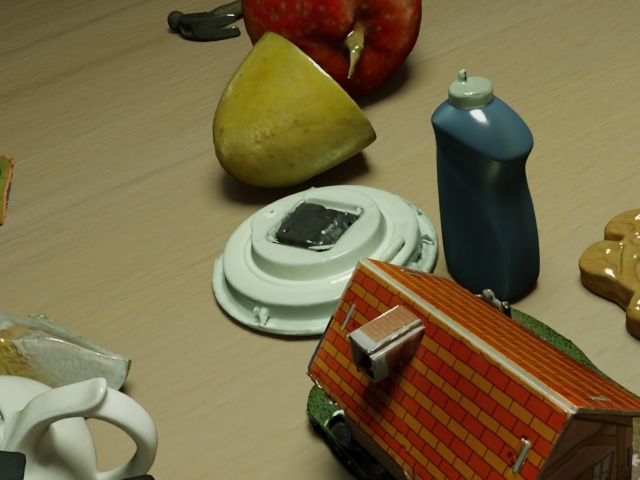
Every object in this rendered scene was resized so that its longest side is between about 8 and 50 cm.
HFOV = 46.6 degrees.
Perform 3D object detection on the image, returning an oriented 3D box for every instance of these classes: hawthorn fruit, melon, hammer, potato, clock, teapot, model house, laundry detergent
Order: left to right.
[{"bbox_3d":[-0.256,0.174,0.530,0.298,0.139,0.204,-15,33,0],"label":"teapot"},{"bbox_3d":[-0.270,0.102,0.677,0.203,0.093,0.139,-10,28,-2],"label":"melon"},{"bbox_3d":[-0.054,-0.134,0.881,0.158,0.178,0.203,-42,50,1],"label":"potato"},{"bbox_3d":[-0.082,-0.498,1.466,0.440,0.044,0.168,-34,39,-25],"label":"hammer"},{"bbox_3d":[0.000,0.000,0.753,0.237,0.053,0.236,-9,37,7],"label":"clock"},{"bbox_3d":[0.022,-0.321,1.022,0.258,0.258,0.262,-31,18,-22],"label":"hawthorn fruit"},{"bbox_3d":[0.139,-0.049,0.637,0.061,0.206,0.097,-28,37,-19],"label":"laundry detergent"},{"bbox_3d":[0.121,0.095,0.496,0.207,0.154,0.294,-30,38,-19],"label":"model house"}]

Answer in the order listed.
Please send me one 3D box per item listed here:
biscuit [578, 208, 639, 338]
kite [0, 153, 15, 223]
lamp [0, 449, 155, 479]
[{"bbox_3d":[0.355,0.038,0.591,0.202,0.044,0.289,-36,43,-28],"label":"biscuit"},{"bbox_3d":[-0.584,-0.037,1.039,0.378,0.013,0.327,8,42,27],"label":"kite"},{"bbox_3d":[-0.156,0.238,0.341,0.272,0.374,0.205,11,22,-21],"label":"lamp"}]
